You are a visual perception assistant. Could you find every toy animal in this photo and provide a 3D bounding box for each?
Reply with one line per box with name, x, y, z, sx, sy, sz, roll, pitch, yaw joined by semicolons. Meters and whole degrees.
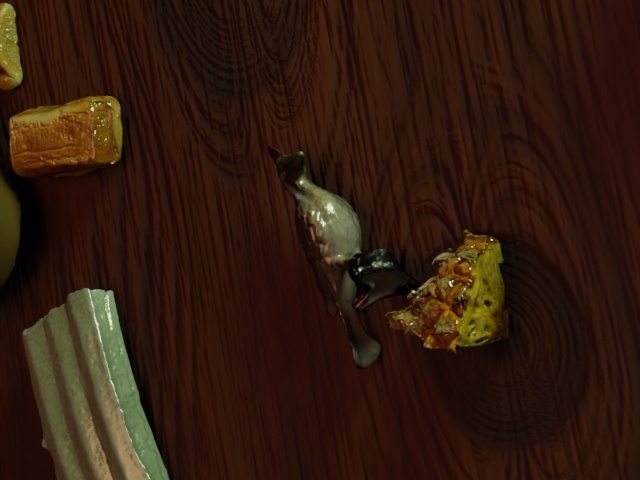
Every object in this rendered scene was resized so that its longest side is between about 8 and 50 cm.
toy animal;0.006;-0.001;1.255;0.202;0.070;0.105;57;142;19

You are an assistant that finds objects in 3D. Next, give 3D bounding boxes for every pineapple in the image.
pineapple;0.100;0.054;1.188;0.114;0.077;0.114;-19;44;49

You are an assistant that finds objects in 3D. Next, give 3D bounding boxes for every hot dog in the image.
hot dog;-0.326;-0.197;1.548;0.030;0.034;0.090;-13;81;38

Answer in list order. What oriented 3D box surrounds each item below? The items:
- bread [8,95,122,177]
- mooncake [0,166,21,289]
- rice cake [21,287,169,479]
bread;-0.244;-0.098;1.470;0.132;0.053;0.074;-8;89;39
mooncake;-0.405;-0.025;1.561;0.235;0.117;0.235;1;91;42
rice cake;-0.214;0.173;1.452;0.127;0.043;0.237;-34;69;36
